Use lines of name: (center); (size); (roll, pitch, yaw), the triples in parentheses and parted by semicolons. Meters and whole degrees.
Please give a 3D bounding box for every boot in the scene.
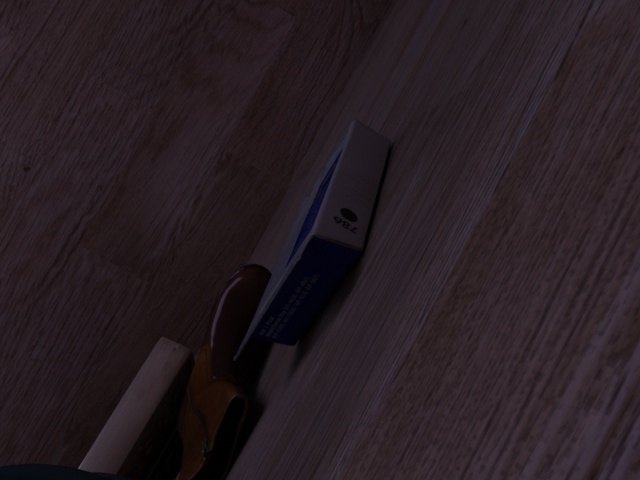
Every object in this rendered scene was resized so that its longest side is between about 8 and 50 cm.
boot: (-0.120, 0.164, 1.052); (0.264, 0.096, 0.280); (-60, 7, 0)

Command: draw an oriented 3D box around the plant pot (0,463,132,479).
plant pot: (-0.218, 0.293, 0.635); (0.271, 0.272, 0.255); (-61, -8, -1)

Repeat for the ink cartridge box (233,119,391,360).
ink cartridge box: (0.000, 0.000, 0.976); (0.165, 0.065, 0.332); (-56, 7, 34)

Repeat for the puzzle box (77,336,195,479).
puzzle box: (-0.285, 0.364, 1.167); (0.272, 0.052, 0.409); (92, -157, -56)
